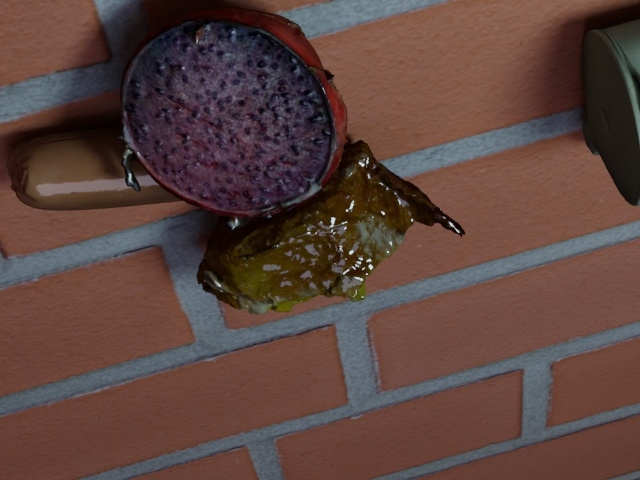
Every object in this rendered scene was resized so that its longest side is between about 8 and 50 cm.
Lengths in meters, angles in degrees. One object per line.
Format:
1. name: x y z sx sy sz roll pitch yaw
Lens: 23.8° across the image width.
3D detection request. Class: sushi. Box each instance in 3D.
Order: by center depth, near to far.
1. sushi: -0.003 0.000 1.688 0.296 0.167 0.179 -30 123 8

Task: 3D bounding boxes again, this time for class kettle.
1. kettle: 0.450 -0.174 1.627 0.318 0.265 0.205 -16 116 -3

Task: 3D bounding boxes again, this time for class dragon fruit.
1. dragon fruit: -0.070 -0.141 1.457 0.218 0.148 0.224 20 127 3

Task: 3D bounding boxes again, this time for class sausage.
1. sausage: -0.171 -0.079 1.542 0.289 0.086 0.086 -6 146 -16
